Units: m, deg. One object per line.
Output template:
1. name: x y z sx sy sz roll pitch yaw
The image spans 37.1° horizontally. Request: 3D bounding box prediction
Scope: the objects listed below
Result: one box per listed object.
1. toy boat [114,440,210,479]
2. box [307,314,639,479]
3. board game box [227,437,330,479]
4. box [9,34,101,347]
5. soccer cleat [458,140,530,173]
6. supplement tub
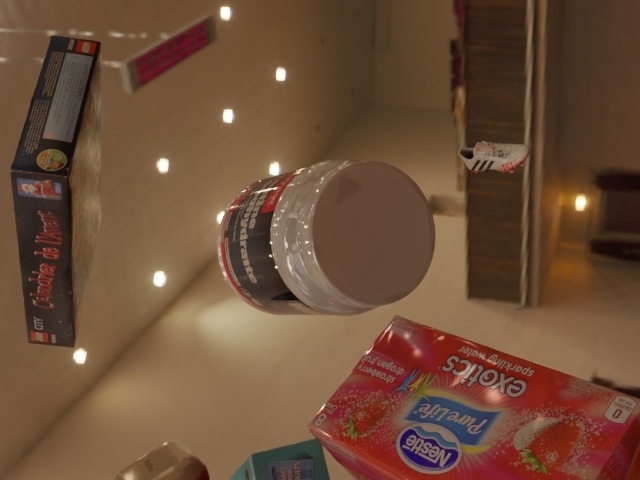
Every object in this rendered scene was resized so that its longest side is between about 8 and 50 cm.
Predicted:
1. toy boat: -0.256 0.443 1.633 0.151 0.231 0.151 -31 -78 -16
2. box: 0.129 0.166 0.723 0.128 0.257 0.122 -49 -56 -18
3. board game box: -0.034 0.374 1.069 0.336 0.079 0.253 116 141 -68
4. box: -0.225 -0.036 0.833 0.233 0.044 0.159 106 168 -50
5. soccer cleat: 0.175 -0.087 0.965 0.036 0.083 0.029 38 -111 -27
6. supplement tub: 0.000 0.000 1.204 0.191 0.272 0.191 2 -95 -27
